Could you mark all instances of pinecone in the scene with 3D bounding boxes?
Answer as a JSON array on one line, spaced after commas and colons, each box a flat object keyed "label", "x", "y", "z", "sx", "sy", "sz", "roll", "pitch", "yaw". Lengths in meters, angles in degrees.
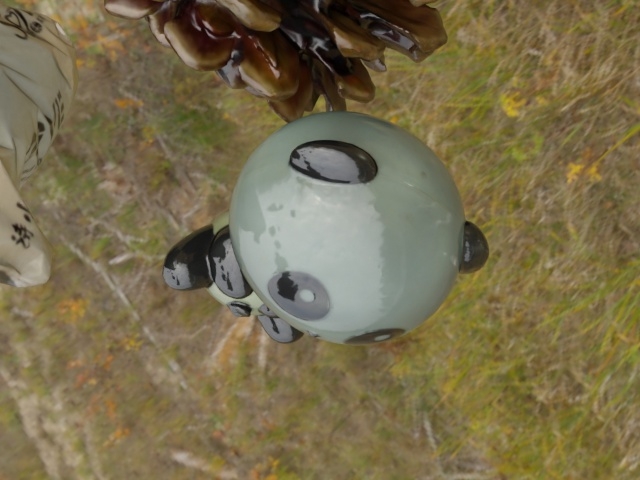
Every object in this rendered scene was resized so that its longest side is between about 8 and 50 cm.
[{"label": "pinecone", "x": -0.006, "y": -0.310, "z": 0.830, "sx": 0.384, "sy": 0.384, "sz": 0.384, "roll": 21, "pitch": 128, "yaw": 29}]

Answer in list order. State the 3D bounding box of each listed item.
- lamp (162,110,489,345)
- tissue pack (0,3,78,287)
[{"label": "lamp", "x": 0.000, "y": 0.000, "z": 0.788, "sx": 0.244, "sy": 0.197, "sz": 0.198, "roll": -24, "pitch": 100, "yaw": 42}, {"label": "tissue pack", "x": -0.396, "y": -0.083, "z": 0.799, "sx": 0.390, "sy": 0.376, "sz": 0.195, "roll": 3, "pitch": 124, "yaw": -7}]
